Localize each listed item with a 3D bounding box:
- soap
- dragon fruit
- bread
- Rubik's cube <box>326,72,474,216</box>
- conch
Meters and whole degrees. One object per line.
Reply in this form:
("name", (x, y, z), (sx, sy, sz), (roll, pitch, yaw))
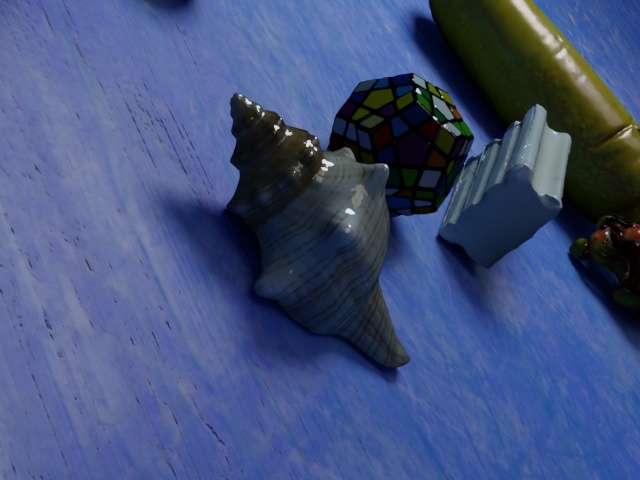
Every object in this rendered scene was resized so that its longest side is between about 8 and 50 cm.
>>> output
("soap", (0.188, -0.054, 1.463), (0.063, 0.114, 0.198), (46, 26, -8))
("dragon fruit", (0.371, 0.019, 1.663), (0.175, 0.142, 0.138), (26, 63, -3))
("bread", (0.262, -0.171, 1.740), (0.383, 0.112, 0.166), (51, -3, 4))
("Rubik's cube", (0.069, -0.084, 1.311), (0.133, 0.133, 0.111), (22, 63, -45))
("conch", (0.001, -0.008, 1.098), (0.137, 0.114, 0.234), (-23, 80, -51))
